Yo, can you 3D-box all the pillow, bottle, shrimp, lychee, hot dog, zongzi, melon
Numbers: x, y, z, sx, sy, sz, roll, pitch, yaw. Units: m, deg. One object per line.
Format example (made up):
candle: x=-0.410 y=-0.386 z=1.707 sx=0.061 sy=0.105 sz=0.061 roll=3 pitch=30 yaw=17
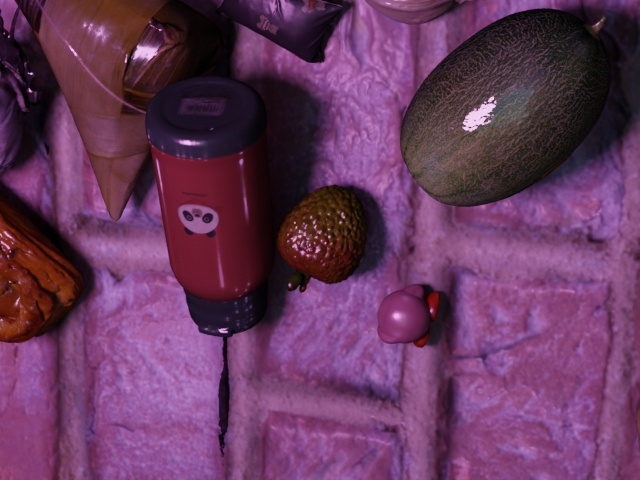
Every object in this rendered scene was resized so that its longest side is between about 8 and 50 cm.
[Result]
pillow: x=-0.052 y=-0.280 z=1.792 sx=0.150 sy=0.048 sz=0.090 roll=29 pitch=112 yaw=4
bottle: x=-0.130 y=-0.027 z=1.813 sx=0.144 sy=0.144 sz=0.336 roll=10 pitch=130 yaw=15
shrimp: x=-0.410 y=-0.199 z=1.838 sx=0.116 sy=0.145 sz=0.343 roll=19 pitch=147 yaw=-1
lychee: x=0.000 y=0.000 z=1.833 sx=0.114 sy=0.114 sz=0.146 roll=26 pitch=91 yaw=9
hot dog: x=-0.454 y=0.016 z=1.982 sx=0.272 sy=0.122 sz=0.196 roll=44 pitch=128 yaw=-2
zongzi: x=-0.309 y=-0.214 z=1.849 sx=0.289 sy=0.154 sz=0.317 roll=37 pitch=119 yaw=11
melon: x=0.217 y=-0.156 z=1.673 sx=0.287 sy=0.182 sz=0.182 roll=-39 pitch=93 yaw=26

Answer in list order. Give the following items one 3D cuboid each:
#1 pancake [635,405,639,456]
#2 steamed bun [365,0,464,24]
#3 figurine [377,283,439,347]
pancake: x=0.489 y=0.242 z=1.792 sx=0.222 sy=0.042 sz=0.236 roll=28 pitch=115 yaw=5
steamed bun: x=0.106 y=-0.354 z=1.663 sx=0.218 sy=0.144 sz=0.211 roll=-31 pitch=97 yaw=25
figurine: x=0.108 y=0.094 z=1.854 sx=0.071 sy=0.067 sz=0.083 roll=16 pitch=97 yaw=-9
